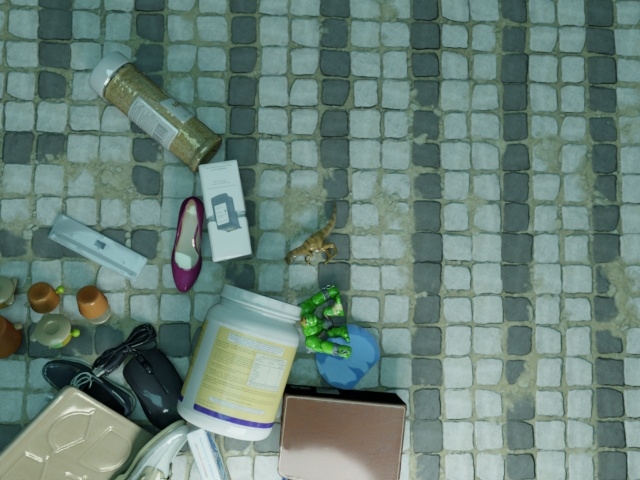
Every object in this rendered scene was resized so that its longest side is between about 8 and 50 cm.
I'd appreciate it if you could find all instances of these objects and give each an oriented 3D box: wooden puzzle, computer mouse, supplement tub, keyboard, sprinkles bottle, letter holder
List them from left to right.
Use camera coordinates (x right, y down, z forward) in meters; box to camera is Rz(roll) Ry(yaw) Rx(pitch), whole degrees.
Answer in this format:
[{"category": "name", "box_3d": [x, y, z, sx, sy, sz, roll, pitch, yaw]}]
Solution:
[{"category": "wooden puzzle", "box_3d": [-0.606, 0.516, 1.626, 0.322, 0.348, 0.080, -46, 45, -6]}, {"category": "keyboard", "box_3d": [-0.579, 0.019, 1.783, 0.256, 0.014, 0.072, 28, 79, -2]}, {"category": "computer mouse", "box_3d": [-0.421, 0.357, 1.713, 0.188, 0.072, 0.272, -39, 93, -31]}, {"category": "sprinkles bottle", "box_3d": [-0.423, -0.329, 1.764, 0.355, 0.121, 0.121, 40, 84, -1]}, {"category": "supplement tub", "box_3d": [-0.190, 0.292, 1.674, 0.241, 0.241, 0.331, 18, 85, -2]}, {"category": "letter holder", "box_3d": [0.048, 0.491, 1.722, 0.301, 0.152, 0.215, 6, 87, -3]}]

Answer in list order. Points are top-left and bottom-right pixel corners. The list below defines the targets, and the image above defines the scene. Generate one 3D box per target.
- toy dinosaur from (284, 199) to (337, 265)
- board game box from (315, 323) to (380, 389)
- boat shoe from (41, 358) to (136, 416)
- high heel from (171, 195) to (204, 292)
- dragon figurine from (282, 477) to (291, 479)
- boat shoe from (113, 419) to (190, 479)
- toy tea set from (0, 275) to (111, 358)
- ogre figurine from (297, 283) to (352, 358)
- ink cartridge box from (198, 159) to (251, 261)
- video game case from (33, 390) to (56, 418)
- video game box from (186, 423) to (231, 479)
[{"category": "toy dinosaur", "box_3d": [0.000, 0.000, 1.797, 0.211, 0.064, 0.112, -42, 88, -6]}, {"category": "board game box", "box_3d": [0.069, 0.303, 1.796, 0.133, 0.033, 0.169, 44, 79, 5]}, {"category": "boat shoe", "box_3d": [-0.589, 0.376, 1.720, 0.254, 0.079, 0.095, 31, 88, 0]}, {"category": "high heel", "box_3d": [-0.337, 0.010, 1.745, 0.082, 0.117, 0.244, 13, 85, -3]}, {"category": "dragon figurine", "box_3d": [0.028, 0.680, 1.736, 0.144, 0.085, 0.289, -42, 85, -4]}, {"category": "boat shoe", "box_3d": [-0.410, 0.573, 1.683, 0.103, 0.113, 0.302, 45, 102, 21]}, {"category": "toy tea set", "box_3d": [-0.703, 0.202, 1.729, 0.335, 0.124, 0.200, 3, 56, 0]}, {"category": "ogre figurine", "box_3d": [0.008, 0.216, 1.763, 0.118, 0.097, 0.197, -14, 81, 2]}, {"category": "ink cartridge box", "box_3d": [-0.236, -0.067, 1.730, 0.100, 0.172, 0.237, -9, 87, -5]}, {"category": "video game case", "box_3d": [-0.639, 0.461, 1.700, 0.143, 0.019, 0.157, 27, 112, -8]}, {"category": "video game box", "box_3d": [-0.268, 0.533, 1.668, 0.048, 0.205, 0.187, -17, 88, -6]}]
